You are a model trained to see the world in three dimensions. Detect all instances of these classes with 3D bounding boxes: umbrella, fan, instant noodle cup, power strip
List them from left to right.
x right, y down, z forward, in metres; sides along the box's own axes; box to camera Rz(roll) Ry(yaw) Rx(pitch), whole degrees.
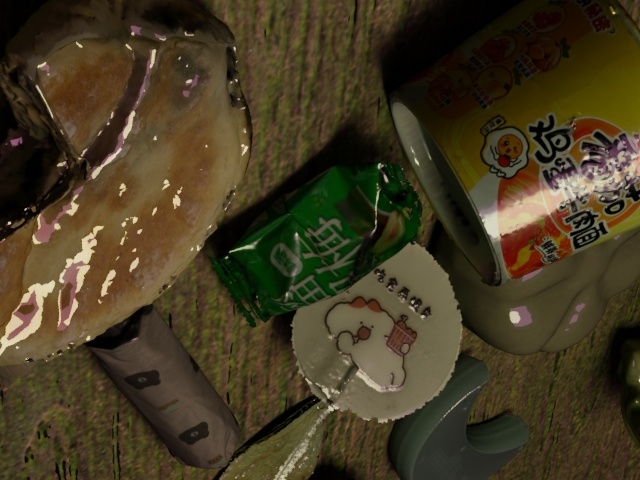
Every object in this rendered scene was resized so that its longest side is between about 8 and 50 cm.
[{"bbox_3d":[-0.153,0.124,1.565,0.073,0.067,0.337,-2,150,15],"label":"umbrella"},{"bbox_3d":[0.023,0.146,1.683,0.191,0.009,0.329,40,78,-21],"label":"fan"},{"bbox_3d":[0.165,0.241,2.052,0.167,0.054,0.253,-38,147,-3],"label":"power strip"},{"bbox_3d":[0.194,-0.095,1.540,0.200,0.264,0.264,-28,146,-5],"label":"instant noodle cup"}]

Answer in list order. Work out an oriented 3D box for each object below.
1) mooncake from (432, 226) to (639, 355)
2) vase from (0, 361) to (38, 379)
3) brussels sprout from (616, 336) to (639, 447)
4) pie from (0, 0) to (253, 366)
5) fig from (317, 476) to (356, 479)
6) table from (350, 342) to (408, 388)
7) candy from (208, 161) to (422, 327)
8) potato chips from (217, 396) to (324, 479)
[{"bbox_3d":[0.247,0.000,1.794,0.275,0.135,0.275,-29,142,-26],"label":"mooncake"},{"bbox_3d":[-0.271,0.068,1.392,0.053,0.053,0.100,-36,143,-10],"label":"vase"},{"bbox_3d":[0.611,0.177,2.180,0.425,0.342,0.361,-37,141,11],"label":"brussels sprout"},{"bbox_3d":[-0.178,-0.043,1.308,0.337,0.075,0.337,-37,145,-31],"label":"pie"},{"bbox_3d":[-0.031,0.387,1.951,0.274,0.145,0.170,-35,147,13],"label":"fig"},{"bbox_3d":[0.039,0.120,1.750,0.079,0.083,0.062,-32,146,-17],"label":"table"},{"bbox_3d":[-0.001,-0.002,1.581,0.203,0.078,0.141,-30,136,1],"label":"candy"},{"bbox_3d":[-0.056,0.253,1.859,0.142,0.026,0.209,6,122,-46],"label":"potato chips"}]
